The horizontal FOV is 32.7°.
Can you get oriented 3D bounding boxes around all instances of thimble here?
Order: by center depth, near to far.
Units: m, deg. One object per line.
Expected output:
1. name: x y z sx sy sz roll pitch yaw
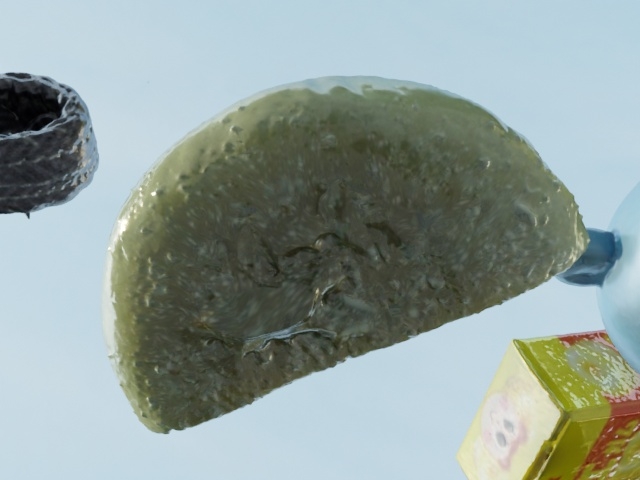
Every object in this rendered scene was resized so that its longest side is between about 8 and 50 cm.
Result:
1. thimble: -0.208 -0.067 0.745 0.104 0.095 0.066 22 -41 24

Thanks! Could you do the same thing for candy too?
1. candy: 0.261 0.145 0.893 0.276 0.088 0.146 -5 -48 -27

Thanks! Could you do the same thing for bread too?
1. bread: -0.005 -0.002 0.403 0.193 0.036 0.112 -23 -63 7

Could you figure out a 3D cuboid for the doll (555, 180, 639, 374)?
1. doll: 0.267 0.028 0.532 0.314 0.177 0.141 9 -124 2
